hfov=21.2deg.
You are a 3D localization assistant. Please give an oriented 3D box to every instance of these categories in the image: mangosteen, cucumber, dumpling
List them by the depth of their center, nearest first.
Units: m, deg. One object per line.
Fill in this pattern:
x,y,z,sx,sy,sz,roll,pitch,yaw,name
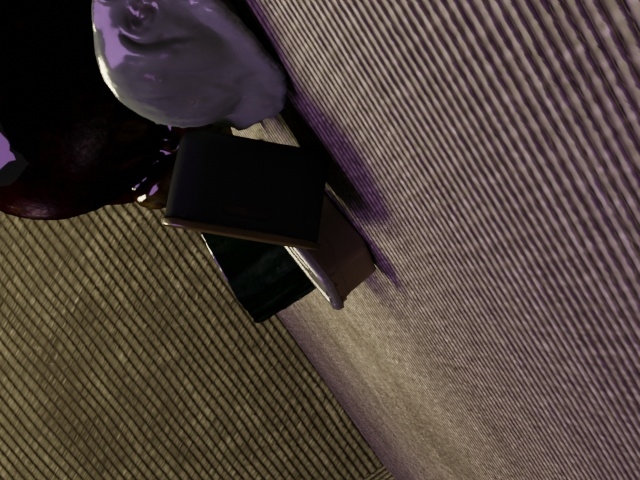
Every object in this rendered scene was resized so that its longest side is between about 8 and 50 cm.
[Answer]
-0.112,-0.171,1.439,0.219,0.153,0.108,62,-162,-56,dumpling
-0.240,-0.155,1.772,0.347,0.307,0.307,25,-179,-13,mangosteen
-0.068,-0.014,1.916,0.191,0.130,0.191,57,175,7,cucumber

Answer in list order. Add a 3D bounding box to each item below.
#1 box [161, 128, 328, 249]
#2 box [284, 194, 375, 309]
-0.069,-0.046,1.586,0.145,0.090,0.201,10,179,-4,box
0.000,0.000,1.731,0.122,0.062,0.089,50,174,24,box
